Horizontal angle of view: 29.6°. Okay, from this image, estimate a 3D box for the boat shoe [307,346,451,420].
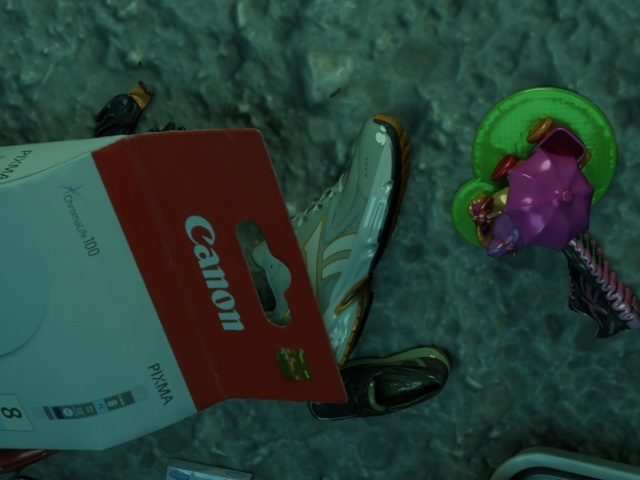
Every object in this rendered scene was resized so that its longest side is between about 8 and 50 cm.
[{"bbox_3d":[0.053,0.145,1.186,0.152,0.049,0.056,-22,105,18],"label":"boat shoe"}]

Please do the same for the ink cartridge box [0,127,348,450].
[{"bbox_3d":[-0.197,0.059,1.114,0.385,0.091,0.308,-2,124,24],"label":"ink cartridge box"}]

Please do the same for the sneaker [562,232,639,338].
[{"bbox_3d":[0.246,0.042,1.116,0.057,0.047,0.119,-31,101,32],"label":"sneaker"}]

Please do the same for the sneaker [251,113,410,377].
[{"bbox_3d":[0.000,0.000,1.120,0.121,0.099,0.262,20,112,8],"label":"sneaker"}]

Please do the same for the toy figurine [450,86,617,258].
[{"bbox_3d":[0.174,-0.034,1.035,0.130,0.159,0.173,42,113,-6],"label":"toy figurine"}]

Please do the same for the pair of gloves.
[{"bbox_3d":[-0.173,-0.102,1.158,0.074,0.010,0.083,-39,98,22],"label":"pair of gloves"}]

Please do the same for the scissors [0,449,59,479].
[{"bbox_3d":[-0.274,0.210,1.250,0.297,0.109,0.021,-24,72,18],"label":"scissors"}]

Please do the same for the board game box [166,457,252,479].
[{"bbox_3d":[-0.121,0.282,1.288,0.090,0.020,0.090,10,113,8],"label":"board game box"}]

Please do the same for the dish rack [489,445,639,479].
[{"bbox_3d":[0.283,0.360,1.211,0.286,0.072,0.332,13,112,7],"label":"dish rack"}]

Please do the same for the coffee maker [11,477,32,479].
[{"bbox_3d":[-0.291,0.340,1.258,0.171,0.178,0.120,-7,110,14],"label":"coffee maker"}]
